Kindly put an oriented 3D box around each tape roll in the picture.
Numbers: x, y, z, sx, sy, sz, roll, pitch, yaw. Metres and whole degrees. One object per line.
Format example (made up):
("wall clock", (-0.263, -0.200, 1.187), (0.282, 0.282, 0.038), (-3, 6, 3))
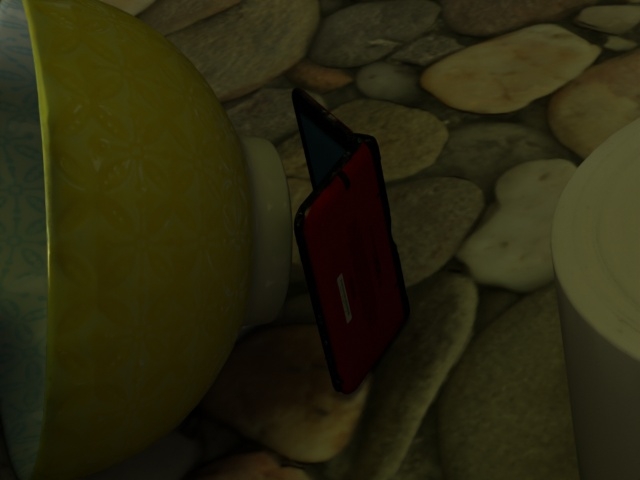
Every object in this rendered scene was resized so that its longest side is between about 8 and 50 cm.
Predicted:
("tape roll", (0.245, 0.052, 0.740), (0.246, 0.169, 0.246), (-9, 38, 7))

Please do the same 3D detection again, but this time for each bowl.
("bowl", (-0.106, -0.005, 0.867), (0.156, 0.289, 0.289), (-2, 34, -18))

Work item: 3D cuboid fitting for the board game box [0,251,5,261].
("board game box", (-0.280, 0.022, 1.034), (0.194, 0.060, 0.194), (15, 45, 33))

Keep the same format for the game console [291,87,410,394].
("game console", (0.000, 0.000, 0.902), (0.085, 0.144, 0.124), (12, 44, 30))
